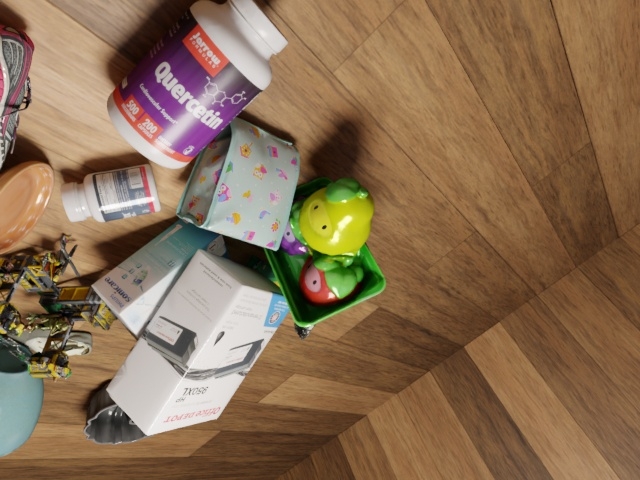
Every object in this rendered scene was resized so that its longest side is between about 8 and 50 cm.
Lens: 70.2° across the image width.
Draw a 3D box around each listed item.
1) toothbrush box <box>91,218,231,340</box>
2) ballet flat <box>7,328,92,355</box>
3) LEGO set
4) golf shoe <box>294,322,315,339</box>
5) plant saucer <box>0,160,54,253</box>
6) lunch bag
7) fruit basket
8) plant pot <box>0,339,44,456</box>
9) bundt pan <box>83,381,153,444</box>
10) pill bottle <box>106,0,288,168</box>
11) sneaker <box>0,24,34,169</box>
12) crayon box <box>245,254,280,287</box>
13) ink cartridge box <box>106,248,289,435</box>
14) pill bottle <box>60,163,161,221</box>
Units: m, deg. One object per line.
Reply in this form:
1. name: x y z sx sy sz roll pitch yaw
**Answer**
1. toothbrush box: -0.372 0.108 1.144 0.295 0.126 0.216 -42 148 -26
2. ballet flat: -0.738 0.283 1.256 0.213 0.068 0.072 17 125 -42
3. LEGO set: -0.602 0.172 1.063 0.192 0.255 0.331 -2 132 4
4. golf shoe: -0.036 0.301 1.699 0.094 0.077 0.198 -18 152 -32
5. plant saucer: -0.591 -0.068 0.876 0.037 0.200 0.200 27 123 -8
6. lunch bag: -0.174 -0.135 1.051 0.223 0.160 0.262 19 89 -43
7. fruit basket: 0.000 0.000 1.143 0.283 0.392 0.392 -25 142 -5
8. plant pot: -0.834 0.368 1.148 0.290 0.290 0.195 24 103 -46
9. bundt pan: -0.649 0.577 1.598 0.331 0.124 0.330 -16 140 -14
10. pill bottle: -0.217 -0.295 0.829 0.323 0.181 0.181 -40 141 14
11. sneaker: -0.554 -0.220 0.774 0.121 0.112 0.299 39 127 -7
12. crayon box: -0.204 0.204 1.378 0.165 0.081 0.278 35 83 -43
13. ink cartridge box: -0.278 0.251 1.128 0.395 0.166 0.285 -57 155 1
14. pill bottle: -0.444 -0.097 0.974 0.180 0.108 0.108 -13 140 -17
